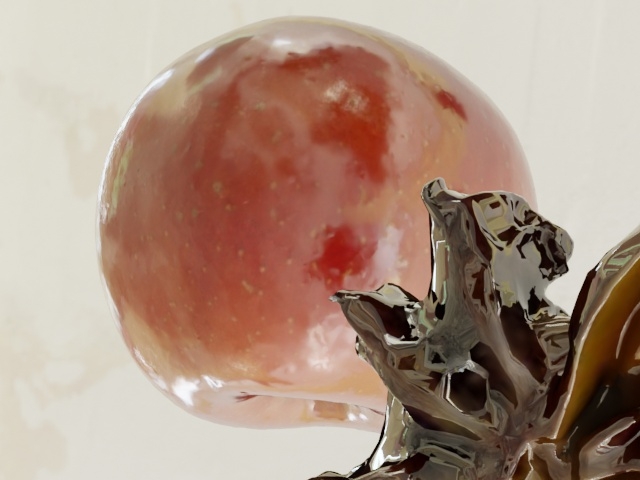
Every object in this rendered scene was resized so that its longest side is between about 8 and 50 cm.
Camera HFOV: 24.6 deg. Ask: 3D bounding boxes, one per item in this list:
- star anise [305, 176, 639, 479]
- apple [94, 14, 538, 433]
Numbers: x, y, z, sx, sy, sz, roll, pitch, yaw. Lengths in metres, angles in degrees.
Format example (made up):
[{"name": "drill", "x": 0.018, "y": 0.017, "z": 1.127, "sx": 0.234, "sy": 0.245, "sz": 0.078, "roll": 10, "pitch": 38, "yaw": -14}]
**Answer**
[{"name": "star anise", "x": 0.082, "y": 0.067, "z": 0.467, "sx": 0.220, "sy": 0.126, "sz": 0.190, "roll": -23, "pitch": -75, "yaw": 22}, {"name": "apple", "x": 0.000, "y": 0.000, "z": 0.858, "sx": 0.260, "sy": 0.260, "sz": 0.216, "roll": -22, "pitch": -121, "yaw": 48}]
